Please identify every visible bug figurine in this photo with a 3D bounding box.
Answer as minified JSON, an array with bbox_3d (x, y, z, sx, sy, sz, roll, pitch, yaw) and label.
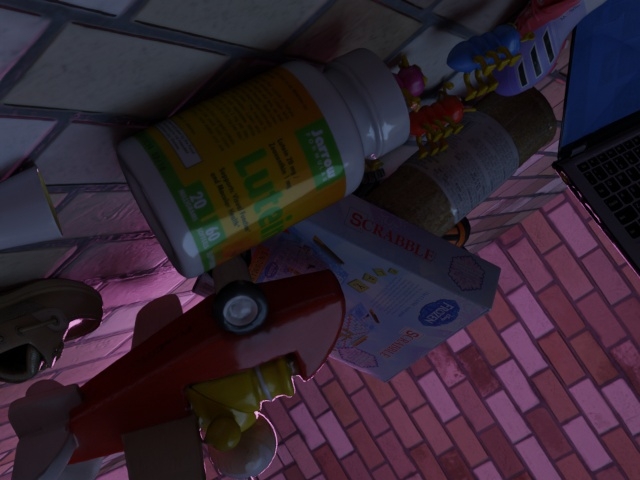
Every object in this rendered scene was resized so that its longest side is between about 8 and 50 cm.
[{"bbox_3d":[0.121,-0.166,0.985,0.216,0.072,0.279,-22,170,-15],"label":"bug figurine"}]

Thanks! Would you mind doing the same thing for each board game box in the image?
[{"bbox_3d":[0.015,0.052,1.075,0.066,0.318,0.319,-68,-172,-30],"label":"board game box"}]

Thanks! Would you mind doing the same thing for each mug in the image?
[{"bbox_3d":[-0.252,-0.018,0.682,0.064,0.062,0.078,-21,159,-13],"label":"mug"}]

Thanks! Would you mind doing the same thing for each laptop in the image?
[{"bbox_3d":[0.525,-0.175,1.109,0.382,0.408,0.236,-24,162,-30],"label":"laptop"}]

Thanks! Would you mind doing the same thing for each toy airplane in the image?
[{"bbox_3d":[-0.166,0.205,0.985,0.384,0.272,0.386,-7,-139,42],"label":"toy airplane"}]

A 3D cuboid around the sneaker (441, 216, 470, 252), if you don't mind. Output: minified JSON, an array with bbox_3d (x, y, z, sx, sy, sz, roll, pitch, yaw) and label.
[{"bbox_3d":[0.146,0.025,1.468,0.180,0.125,0.321,-3,174,-30],"label":"sneaker"}]

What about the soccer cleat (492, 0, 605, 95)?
[{"bbox_3d":[0.263,-0.263,0.967,0.095,0.083,0.248,-3,152,-35],"label":"soccer cleat"}]

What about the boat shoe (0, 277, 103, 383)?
[{"bbox_3d":[-0.330,0.108,0.885,0.109,0.098,0.302,-36,167,16],"label":"boat shoe"}]

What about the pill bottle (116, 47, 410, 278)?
[{"bbox_3d":[-0.046,-0.080,0.757,0.245,0.136,0.136,-29,167,-15],"label":"pill bottle"}]

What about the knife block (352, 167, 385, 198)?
[{"bbox_3d":[0.000,0.000,1.298,0.275,0.088,0.242,-31,166,-9],"label":"knife block"}]

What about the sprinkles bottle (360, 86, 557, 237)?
[{"bbox_3d":[0.179,-0.087,1.174,0.355,0.121,0.121,-40,171,-18],"label":"sprinkles bottle"}]
